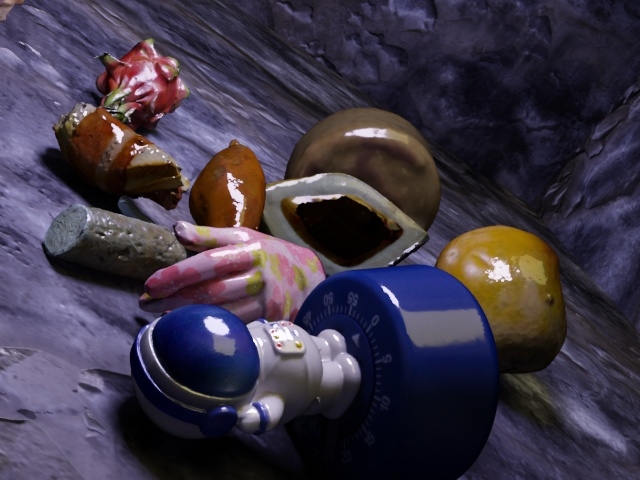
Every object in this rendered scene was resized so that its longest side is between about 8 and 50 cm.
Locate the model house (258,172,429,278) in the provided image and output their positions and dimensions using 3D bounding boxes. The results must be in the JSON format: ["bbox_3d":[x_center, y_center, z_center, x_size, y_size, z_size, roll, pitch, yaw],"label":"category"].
[{"bbox_3d":[-0.005,-0.010,1.635,0.268,0.173,0.239,38,-15,-9],"label":"model house"}]

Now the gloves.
[{"bbox_3d":[-0.104,0.052,1.231,0.126,0.145,0.241,10,9,37],"label":"gloves"}]

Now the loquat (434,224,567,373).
[{"bbox_3d":[0.328,0.116,1.871,0.276,0.276,0.283,27,44,-34],"label":"loquat"}]

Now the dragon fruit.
[{"bbox_3d":[-0.321,-0.255,1.699,0.137,0.135,0.236,47,35,7],"label":"dragon fruit"}]

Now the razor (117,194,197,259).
[{"bbox_3d":[-0.204,0.003,1.395,0.191,0.037,0.068,34,27,-19],"label":"razor"}]

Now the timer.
[{"bbox_3d":[-0.025,0.147,1.099,0.384,0.270,0.270,6,33,-36],"label":"timer"}]

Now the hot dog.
[{"bbox_3d":[-0.283,-0.110,1.408,0.213,0.103,0.146,34,-4,16],"label":"hot dog"}]

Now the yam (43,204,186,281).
[{"bbox_3d":[-0.248,0.005,1.236,0.179,0.078,0.078,19,25,-46],"label":"yam"}]

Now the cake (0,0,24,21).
[{"bbox_3d":[-0.587,-0.510,1.481,0.293,0.306,0.314,39,16,8],"label":"cake"}]

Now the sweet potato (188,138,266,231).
[{"bbox_3d":[-0.131,-0.056,1.420,0.112,0.112,0.359,32,28,-21],"label":"sweet potato"}]

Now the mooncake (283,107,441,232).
[{"bbox_3d":[0.074,-0.089,1.796,0.284,0.284,0.155,33,17,-17],"label":"mooncake"}]
